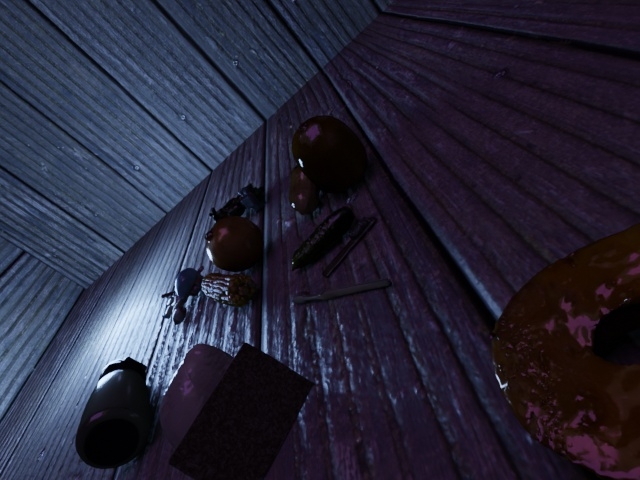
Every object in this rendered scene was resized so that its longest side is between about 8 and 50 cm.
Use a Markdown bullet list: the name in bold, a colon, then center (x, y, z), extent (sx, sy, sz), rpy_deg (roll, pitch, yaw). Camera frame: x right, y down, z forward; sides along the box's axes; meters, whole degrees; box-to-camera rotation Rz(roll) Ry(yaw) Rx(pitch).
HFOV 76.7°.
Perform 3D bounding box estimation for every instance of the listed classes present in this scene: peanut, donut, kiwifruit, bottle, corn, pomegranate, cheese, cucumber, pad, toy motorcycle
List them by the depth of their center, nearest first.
- **donut**: center (0.321, 0.110, 0.398), extent (0.277, 0.108, 0.278), rpy_deg (-35, 29, 23)
- **pad**: center (-0.134, 0.322, 0.722), extent (0.235, 0.158, 0.003), rpy_deg (-59, 1, -22)
- **cheese**: center (-0.217, 0.327, 0.793), extent (0.189, 0.198, 0.154), rpy_deg (-56, -10, 13)
- **cucumber**: center (0.000, 0.000, 1.053), extent (0.227, 0.069, 0.069), rpy_deg (-44, 27, 12)
- **bottle**: center (-0.564, 0.456, 1.132), extent (0.168, 0.168, 0.347), rpy_deg (-49, 23, -6)
- **kiwifruit**: center (0.023, -0.252, 1.171), extent (0.196, 0.234, 0.196), rpy_deg (-37, 30, 26)
- **corn**: center (-0.291, 0.142, 1.232), extent (0.291, 0.101, 0.101), rpy_deg (2, 53, 54)
- **peanut**: center (-0.045, -0.170, 1.294), extent (0.120, 0.110, 0.237), rpy_deg (-24, 35, 21)
- **pomegranate**: center (-0.274, 0.007, 1.299), extent (0.191, 0.191, 0.191), rpy_deg (-34, 30, 22)
- **toy motorcycle**: center (-0.343, -0.133, 1.656), extent (0.274, 0.125, 0.187), rpy_deg (-27, 24, 33)

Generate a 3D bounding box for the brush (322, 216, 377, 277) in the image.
- **brush**: center (0.065, 0.010, 0.984), extent (0.190, 0.027, 0.034), rpy_deg (-49, 25, -4)

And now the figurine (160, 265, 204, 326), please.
- **figurine**: center (-0.511, 0.207, 1.452), extent (0.260, 0.102, 0.205), rpy_deg (-41, 24, 31)

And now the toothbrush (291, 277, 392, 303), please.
- **toothbrush**: center (0.036, 0.113, 0.888), extent (0.294, 0.026, 0.028), rpy_deg (-16, 25, 45)
